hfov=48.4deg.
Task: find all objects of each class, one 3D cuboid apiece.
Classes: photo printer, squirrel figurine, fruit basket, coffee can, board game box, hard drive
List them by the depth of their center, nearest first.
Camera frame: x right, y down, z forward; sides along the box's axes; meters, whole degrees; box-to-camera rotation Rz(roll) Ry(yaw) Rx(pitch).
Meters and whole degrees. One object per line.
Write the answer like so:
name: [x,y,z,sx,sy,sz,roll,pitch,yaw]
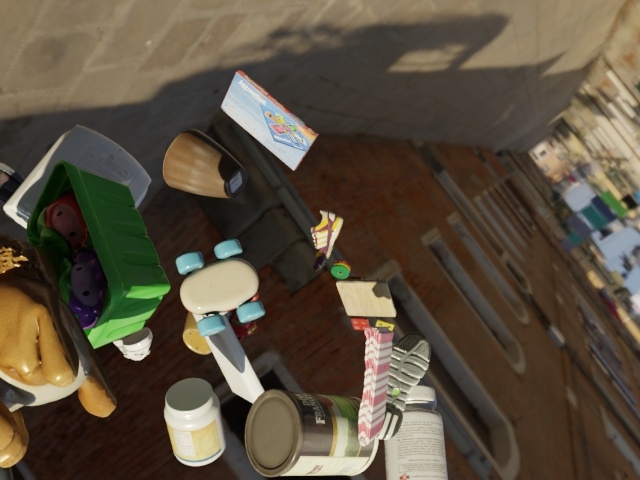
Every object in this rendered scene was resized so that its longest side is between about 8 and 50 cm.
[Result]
squirrel figurine: [-0.593,0.187,1.157,0.370,0.397,0.281,-26,166,-11]
fruit basket: [-0.549,0.049,1.459,0.283,0.392,0.392,-49,169,34]
coffee can: [-0.020,0.481,1.770,0.275,0.201,0.201,17,135,-42]
photo printer: [-0.587,-0.121,1.774,0.107,0.256,0.307,-25,-147,55]
board game box: [-0.146,-0.333,1.981,0.027,0.281,0.145,-46,175,-43]
hard drive: [-0.297,0.339,2.236,0.047,0.353,0.233,-30,-165,-24]

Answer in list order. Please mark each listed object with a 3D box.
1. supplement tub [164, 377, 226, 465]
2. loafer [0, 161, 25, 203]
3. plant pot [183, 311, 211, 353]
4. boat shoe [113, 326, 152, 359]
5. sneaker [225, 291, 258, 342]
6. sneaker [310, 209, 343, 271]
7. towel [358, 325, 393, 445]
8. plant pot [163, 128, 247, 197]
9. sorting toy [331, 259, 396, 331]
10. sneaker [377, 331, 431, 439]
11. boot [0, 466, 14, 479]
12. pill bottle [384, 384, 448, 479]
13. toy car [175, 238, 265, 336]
supplement tub: [-0.331,0.477,1.877,0.144,0.144,0.199,-33,132,-37]
loafer: [-0.798,-0.083,1.932,0.109,0.302,0.095,0,-127,32]
plant pot: [-0.388,0.283,2.578,0.237,0.237,0.254,-40,-168,40]
boat shoe: [-0.558,0.322,2.180,0.095,0.084,0.258,-36,-167,-23]
sneaker: [-0.248,0.250,2.333,0.107,0.118,0.279,-47,175,-43]
sneaker: [0.000,0.000,2.156,0.069,0.084,0.185,147,-34,-83]
towel: [0.094,0.247,1.234,0.029,0.197,0.144,5,175,16]
plant pot: [-0.369,-0.234,2.389,0.215,0.230,0.215,-47,151,-35]
sorting toy: [0.125,0.144,1.846,0.132,0.274,0.046,-1,-135,21]
sneaker: [0.142,0.295,1.468,0.228,0.086,0.132,-62,-174,-18]
boot: [-0.824,0.420,1.778,0.367,0.445,0.146,-8,174,31]
pill bottle: [0.250,0.540,1.892,0.160,0.283,0.160,-1,153,0]
toy car: [-0.275,0.144,1.961,0.210,0.219,0.238,-19,168,-11]
